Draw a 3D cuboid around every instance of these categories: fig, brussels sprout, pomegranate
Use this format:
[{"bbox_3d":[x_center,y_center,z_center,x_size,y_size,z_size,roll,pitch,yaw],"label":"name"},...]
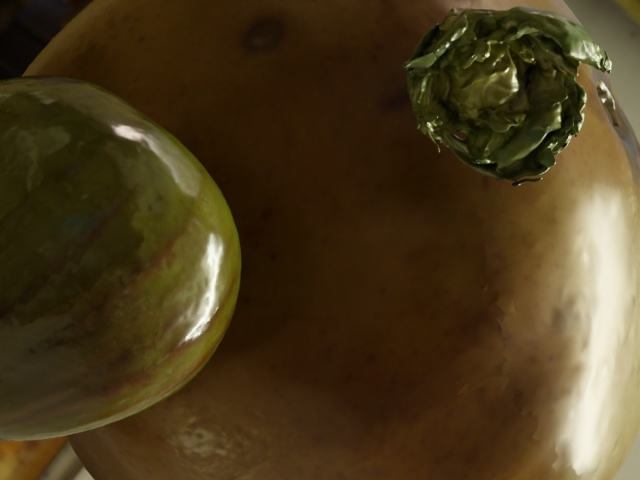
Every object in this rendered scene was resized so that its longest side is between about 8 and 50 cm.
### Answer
[{"bbox_3d":[-0.116,0.030,0.576,0.148,0.142,0.186,24,-103,52],"label":"fig"},{"bbox_3d":[0.072,-0.061,0.587,0.085,0.085,0.058,-55,-164,23],"label":"brussels sprout"},{"bbox_3d":[0.000,0.000,0.847,0.416,0.416,0.416,-53,177,-4],"label":"pomegranate"}]
